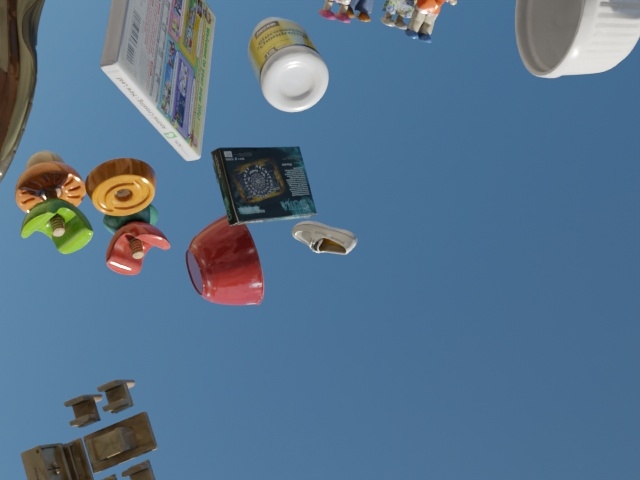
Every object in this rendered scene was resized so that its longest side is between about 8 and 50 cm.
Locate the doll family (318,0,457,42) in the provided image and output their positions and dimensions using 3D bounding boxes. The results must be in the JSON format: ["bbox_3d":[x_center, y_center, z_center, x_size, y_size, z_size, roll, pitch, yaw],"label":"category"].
[{"bbox_3d":[0.108,-0.457,1.463,0.118,0.262,0.163,-116,-141,-52],"label":"doll family"}]

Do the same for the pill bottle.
[{"bbox_3d":[-0.056,-0.278,1.307,0.103,0.103,0.184,-46,-147,16],"label":"pill bottle"}]

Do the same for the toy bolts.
[{"bbox_3d":[-0.323,-0.076,1.302,0.218,0.228,0.159,-33,-126,17],"label":"toy bolts"}]

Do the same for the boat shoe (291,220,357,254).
[{"bbox_3d":[0.000,0.000,1.180,0.100,0.035,0.035,14,-137,24],"label":"boat shoe"}]

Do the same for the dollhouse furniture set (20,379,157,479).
[{"bbox_3d":[-0.424,0.411,1.655,0.242,0.161,0.212,-24,-104,10],"label":"dollhouse furniture set"}]

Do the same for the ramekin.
[{"bbox_3d":[0.366,-0.330,1.190,0.207,0.108,0.207,-179,-90,-78],"label":"ramekin"}]

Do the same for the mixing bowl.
[{"bbox_3d":[-0.183,0.045,1.538,0.181,0.098,0.182,48,-33,45],"label":"mixing bowl"}]

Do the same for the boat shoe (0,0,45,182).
[{"bbox_3d":[-0.390,-0.222,0.978,0.122,0.119,0.324,-26,-122,57],"label":"boat shoe"}]

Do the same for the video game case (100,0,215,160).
[{"bbox_3d":[-0.175,-0.227,0.958,0.023,0.193,0.213,-6,-116,17],"label":"video game case"}]

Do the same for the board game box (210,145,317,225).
[{"bbox_3d":[-0.090,-0.093,1.410,0.026,0.186,0.126,-20,-99,42],"label":"board game box"}]
